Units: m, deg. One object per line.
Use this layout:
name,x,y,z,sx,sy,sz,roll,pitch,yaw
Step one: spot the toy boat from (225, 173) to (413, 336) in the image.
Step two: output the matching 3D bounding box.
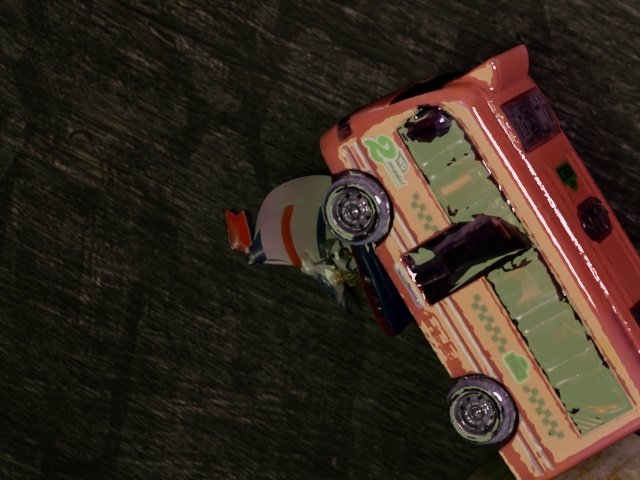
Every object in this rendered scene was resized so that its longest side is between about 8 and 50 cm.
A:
toy boat,0.007,-0.020,2.278,0.318,0.072,0.219,29,130,38

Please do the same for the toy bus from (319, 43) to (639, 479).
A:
toy bus,0.194,0.020,2.023,0.233,0.203,0.427,-31,90,28

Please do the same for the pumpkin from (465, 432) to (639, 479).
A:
pumpkin,0.259,0.374,2.163,0.332,0.199,0.332,22,126,35
